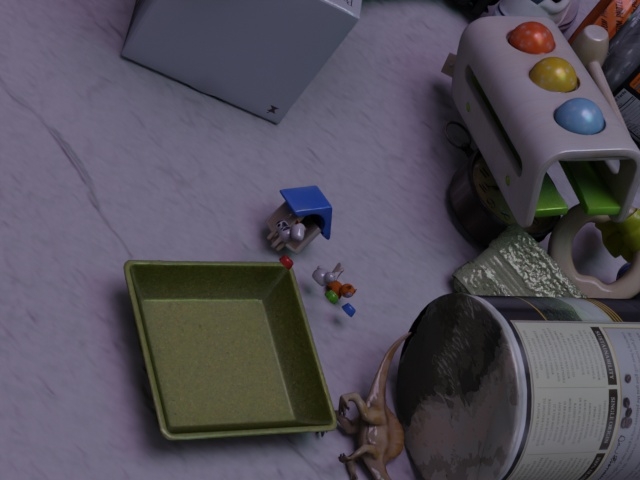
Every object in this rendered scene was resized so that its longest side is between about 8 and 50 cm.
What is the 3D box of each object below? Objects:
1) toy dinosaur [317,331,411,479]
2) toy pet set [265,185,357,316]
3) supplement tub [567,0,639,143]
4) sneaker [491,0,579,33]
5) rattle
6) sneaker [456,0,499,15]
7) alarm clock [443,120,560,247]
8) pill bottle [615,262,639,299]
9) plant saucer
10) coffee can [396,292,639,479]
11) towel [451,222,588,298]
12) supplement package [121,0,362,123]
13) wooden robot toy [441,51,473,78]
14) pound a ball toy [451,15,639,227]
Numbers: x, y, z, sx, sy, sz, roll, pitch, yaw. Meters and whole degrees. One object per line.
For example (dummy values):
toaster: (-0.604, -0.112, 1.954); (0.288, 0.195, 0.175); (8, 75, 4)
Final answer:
toy dinosaur: (0.048, 0.180, 1.405); (0.093, 0.053, 0.183); (12, 69, -34)
toy pet set: (0.000, 0.000, 1.466); (0.122, 0.065, 0.114); (39, 12, -42)
supplement tub: (0.482, -0.200, 1.855); (0.316, 0.193, 0.193); (40, 46, -3)
sneaker: (0.306, -0.325, 1.880); (0.094, 0.091, 0.258); (40, 32, 2)
rattle: (0.300, 0.041, 1.662); (0.130, 0.143, 0.199); (25, 93, -19)
sneaker: (0.160, -0.349, 1.815); (0.147, 0.104, 0.296); (44, 42, 9)
alarm clock: (0.204, -0.062, 1.667); (0.129, 0.064, 0.192); (-24, 76, -41)
pill bottle: (0.379, 0.093, 1.658); (0.078, 0.078, 0.137); (29, 48, -12)
plant saucer: (-0.094, 0.111, 1.364); (0.188, 0.045, 0.188); (1, 58, -32)
coffee can: (0.246, 0.155, 1.442); (0.275, 0.201, 0.201); (3, 57, -31)
towel: (0.230, 0.063, 1.580); (0.110, 0.027, 0.148); (-40, 85, -4)
supplement package: (-0.074, -0.315, 1.577); (0.199, 0.198, 0.262); (23, 49, -18)
wooden robot toy: (0.213, -0.213, 1.798); (0.173, 0.076, 0.079); (-5, 26, -35)
pound a ball toy: (0.287, -0.164, 1.629); (0.208, 0.135, 0.319); (-3, 41, -14)
